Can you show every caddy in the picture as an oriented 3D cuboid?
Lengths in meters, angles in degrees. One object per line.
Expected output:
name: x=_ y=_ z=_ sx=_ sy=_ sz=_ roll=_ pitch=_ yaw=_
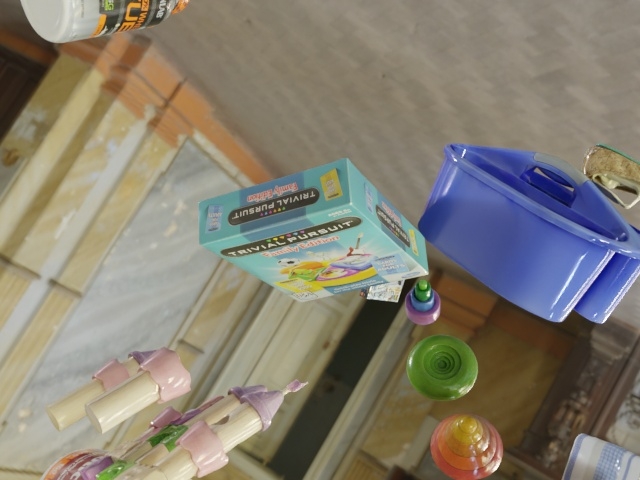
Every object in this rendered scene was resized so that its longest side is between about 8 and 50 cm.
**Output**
caddy: x=0.303 y=-0.031 z=1.112 sx=0.241 sy=0.179 sz=0.341 roll=7 pitch=-156 yaw=-43

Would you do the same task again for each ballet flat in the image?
ballet flat: x=0.456 y=-0.065 z=1.097 sx=0.206 sy=0.067 sz=0.073 roll=28 pitch=173 yaw=28

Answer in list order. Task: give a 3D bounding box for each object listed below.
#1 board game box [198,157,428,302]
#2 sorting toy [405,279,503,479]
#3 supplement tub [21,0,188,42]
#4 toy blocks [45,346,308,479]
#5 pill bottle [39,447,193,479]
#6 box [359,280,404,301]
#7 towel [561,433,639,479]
board game box: x=0.000 y=0.000 z=1.289 sx=0.254 sy=0.079 sz=0.336 roll=-15 pitch=155 yaw=22
sorting toy: x=0.217 y=0.219 z=1.365 sx=0.126 sy=0.127 sz=0.365 roll=77 pitch=180 yaw=-56
supplement tub: x=-0.260 y=-0.314 z=0.973 sx=0.117 sy=0.190 sz=0.117 roll=22 pitch=124 yaw=37
toy blocks: x=-0.174 y=0.285 z=1.099 sx=0.288 sy=0.260 sz=0.309 roll=-20 pitch=98 yaw=57
pill bottle: x=-0.384 y=0.526 z=1.517 sx=0.224 sy=0.224 sz=0.392 roll=35 pitch=152 yaw=-29
box: x=0.158 y=0.100 z=1.950 sx=0.027 sy=0.094 sz=0.137 roll=22 pitch=-174 yaw=39
towel: x=0.416 y=0.401 z=1.113 sx=0.034 sy=0.209 sz=0.285 roll=20 pitch=175 yaw=-12
